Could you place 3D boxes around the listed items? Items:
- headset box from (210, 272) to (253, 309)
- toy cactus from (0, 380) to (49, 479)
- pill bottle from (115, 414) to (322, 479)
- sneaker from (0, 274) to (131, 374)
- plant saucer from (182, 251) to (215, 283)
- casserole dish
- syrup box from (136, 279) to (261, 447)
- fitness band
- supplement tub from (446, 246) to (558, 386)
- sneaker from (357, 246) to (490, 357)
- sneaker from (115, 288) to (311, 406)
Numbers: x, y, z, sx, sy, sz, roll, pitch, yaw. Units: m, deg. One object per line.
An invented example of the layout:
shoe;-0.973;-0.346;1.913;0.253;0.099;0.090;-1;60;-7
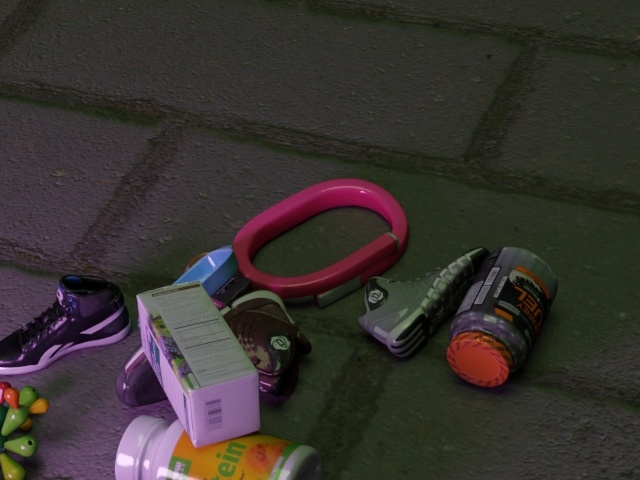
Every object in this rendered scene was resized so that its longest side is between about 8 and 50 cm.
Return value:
headset box;-0.129;0.094;2.095;0.032;0.083;0.062;24;51;29
toy cactus;-0.473;0.275;1.944;0.180;0.112;0.219;0;50;23
pill bottle;-0.134;0.302;1.828;0.246;0.136;0.136;12;46;20
sneaker;-0.393;0.111;2.084;0.217;0.121;0.079;-19;43;-12
plant saucer;-0.174;0.043;2.209;0.083;0.015;0.083;-4;42;4
casserole dish;-0.192;0.078;2.117;0.188;0.037;0.114;-45;18;-23
syrup box;-0.161;0.155;1.848;0.096;0.093;0.237;-13;33;-19
fitness band;0.000;0.000;2.204;0.291;0.054;0.209;-29;46;-24
supplement tub;0.254;0.109;2.003;0.117;0.117;0.190;13;47;21
sneaker;0.141;0.065;2.093;0.132;0.086;0.229;27;53;35
sneaker;-0.135;0.180;1.990;0.281;0.106;0.162;-29;50;-23
